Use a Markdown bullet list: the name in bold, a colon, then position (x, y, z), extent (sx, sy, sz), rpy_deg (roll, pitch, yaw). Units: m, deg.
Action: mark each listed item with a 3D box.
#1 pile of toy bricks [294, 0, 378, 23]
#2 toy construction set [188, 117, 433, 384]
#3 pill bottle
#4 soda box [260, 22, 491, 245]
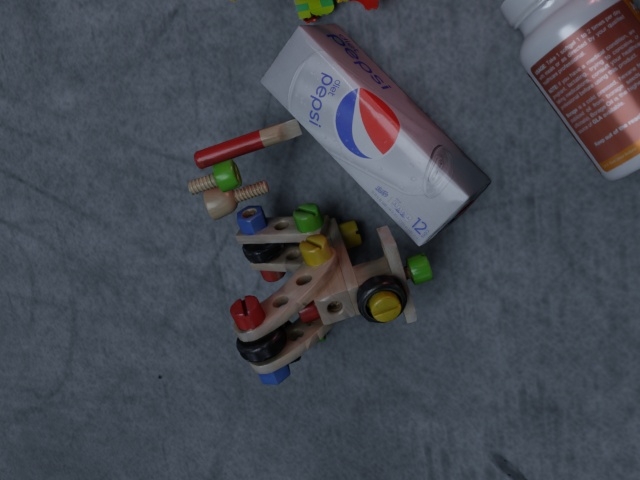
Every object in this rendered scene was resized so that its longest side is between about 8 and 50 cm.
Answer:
- **pile of toy bricks**: position (-0.014, -0.312, 0.931), extent (0.212, 0.118, 0.105), rpy_deg (-6, 132, 14)
- **toy construction set**: position (0.000, 0.000, 0.952), extent (0.237, 0.257, 0.308), rpy_deg (-19, 99, 9)
- **pill bottle**: position (0.282, -0.178, 0.783), extent (0.121, 0.121, 0.216), rpy_deg (-37, 87, 33)
- **soda box**: position (0.066, -0.133, 0.933), extent (0.286, 0.098, 0.091), rpy_deg (47, 122, 9)
